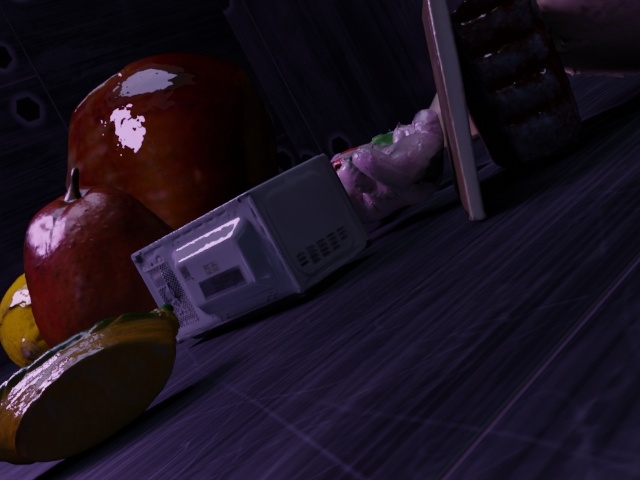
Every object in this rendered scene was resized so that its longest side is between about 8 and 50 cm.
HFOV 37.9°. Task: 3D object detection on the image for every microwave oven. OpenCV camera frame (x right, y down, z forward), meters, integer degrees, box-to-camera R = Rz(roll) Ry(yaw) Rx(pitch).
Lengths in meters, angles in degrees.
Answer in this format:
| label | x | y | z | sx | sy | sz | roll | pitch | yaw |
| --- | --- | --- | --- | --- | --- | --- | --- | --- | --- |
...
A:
| label | x | y | z | sx | sy | sz | roll | pitch | yaw |
| --- | --- | --- | --- | --- | --- | --- | --- | --- | --- |
| microwave oven | -0.076 | 0.014 | 1.015 | 0.208 | 0.122 | 0.162 | -25 | 6 | 41 |

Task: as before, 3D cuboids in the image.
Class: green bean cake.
| label | x | y | z | sx | sy | sz | roll | pitch | yaw |
| --- | --- | --- | --- | --- | --- | --- | --- | --- | --- |
| green bean cake | 0.212 | -0.182 | 1.055 | 0.097 | 0.198 | 0.232 | -25 | 1 | 6 |

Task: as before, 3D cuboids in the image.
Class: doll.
| label | x | y | z | sx | sy | sz | roll | pitch | yaw |
| --- | --- | --- | --- | --- | --- | --- | --- | --- | --- |
| doll | 0.072 | -0.077 | 1.098 | 0.149 | 0.095 | 0.192 | -37 | 7 | -31 |

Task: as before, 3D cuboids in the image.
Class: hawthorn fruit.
| label | x | y | z | sx | sy | sz | roll | pitch | yaw |
| --- | --- | --- | --- | --- | --- | --- | --- | --- | --- |
| hawthorn fruit | -0.289 | 0.031 | 1.236 | 0.224 | 0.261 | 0.224 | -23 | 10 | 4 |

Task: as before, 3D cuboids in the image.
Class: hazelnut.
| label | x | y | z | sx | sy | sz | roll | pitch | yaw |
| --- | --- | --- | --- | --- | --- | --- | --- | --- | --- |
| hazelnut | -0.252 | -0.134 | 1.734 | 0.402 | 0.429 | 0.402 | -15 | 19 | 5 |

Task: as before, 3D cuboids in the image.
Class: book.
| label | x | y | z | sx | sy | sz | roll | pitch | yaw |
| --- | --- | --- | --- | --- | --- | --- | --- | --- | --- |
| book | 0.135 | -0.144 | 0.973 | 0.021 | 0.217 | 0.310 | -11 | 7 | 7 |

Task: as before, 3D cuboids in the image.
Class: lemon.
| label | x | y | z | sx | sy | sz | roll | pitch | yaw |
| --- | --- | --- | --- | --- | --- | --- | --- | --- | --- |
| lemon | -0.385 | 0.113 | 1.397 | 0.193 | 0.180 | 0.180 | -50 | 15 | -30 |

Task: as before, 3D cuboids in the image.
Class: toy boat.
| label | x | y | z | sx | sy | sz | roll | pitch | yaw |
| --- | --- | --- | --- | --- | --- | --- | --- | --- | --- |
| toy boat | -0.204 | 0.124 | 0.763 | 0.229 | 0.089 | 0.088 | -34 | 21 | -23 |

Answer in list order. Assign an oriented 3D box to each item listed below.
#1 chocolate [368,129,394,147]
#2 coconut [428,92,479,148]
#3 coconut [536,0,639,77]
| label | x | y | z | sx | sy | sz | roll | pitch | yaw |
| --- | --- | --- | --- | --- | --- | --- | --- | --- | --- |
| chocolate | 0.084 | -0.084 | 1.339 | 0.110 | 0.110 | 0.291 | -26 | 8 | 19 |
| coconut | 0.273 | -0.254 | 1.887 | 0.116 | 0.122 | 0.116 | -27 | 6 | 3 |
| coconut | 0.402 | -0.391 | 1.070 | 0.404 | 0.405 | 0.404 | -28 | 5 | 3 |
